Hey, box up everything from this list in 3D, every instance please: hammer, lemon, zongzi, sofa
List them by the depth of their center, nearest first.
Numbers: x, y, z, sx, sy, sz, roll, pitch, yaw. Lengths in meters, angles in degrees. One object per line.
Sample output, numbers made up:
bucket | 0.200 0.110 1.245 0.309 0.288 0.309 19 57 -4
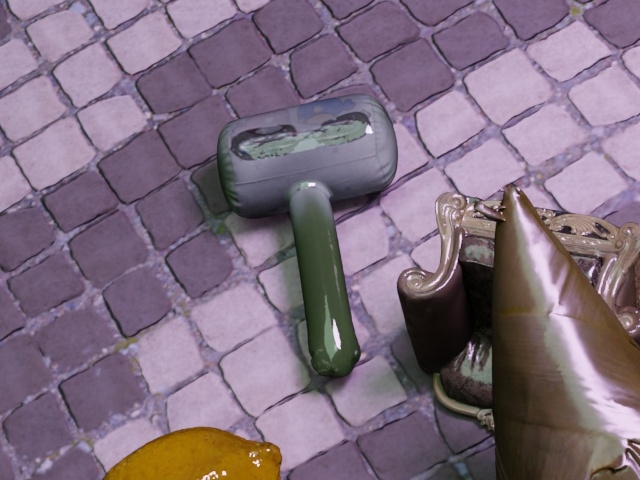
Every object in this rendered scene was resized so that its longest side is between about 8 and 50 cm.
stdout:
zongzi | 0.272 0.201 1.564 0.181 0.418 0.447 -20 25 -11
lemon | -0.139 0.287 1.808 0.256 0.188 0.188 -36 56 11
sofa | 0.214 0.087 1.833 0.258 0.200 0.182 11 60 18
hammer | 0.000 0.000 2.000 0.206 0.119 0.336 -12 64 7
